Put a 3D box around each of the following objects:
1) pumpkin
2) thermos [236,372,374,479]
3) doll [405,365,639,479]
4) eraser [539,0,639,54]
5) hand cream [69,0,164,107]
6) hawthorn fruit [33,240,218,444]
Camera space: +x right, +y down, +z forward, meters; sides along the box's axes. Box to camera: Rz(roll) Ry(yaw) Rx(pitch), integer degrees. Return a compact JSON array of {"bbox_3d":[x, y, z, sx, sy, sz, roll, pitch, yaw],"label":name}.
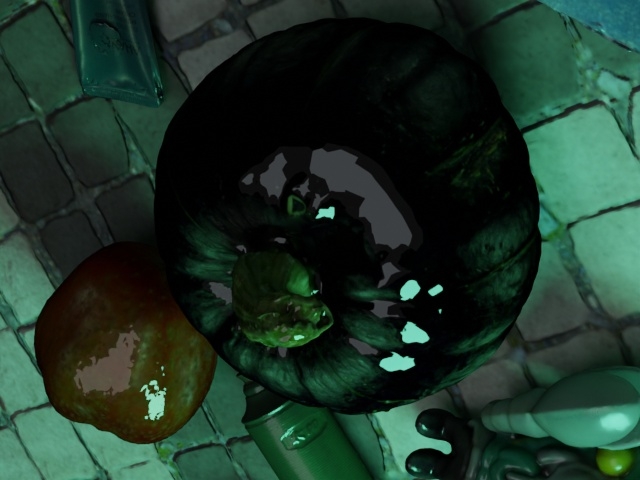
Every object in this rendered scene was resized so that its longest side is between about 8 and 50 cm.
[{"bbox_3d":[0.000,0.000,1.192,0.296,0.296,0.295,15,122,25],"label":"pumpkin"},{"bbox_3d":[-0.006,0.182,1.435,0.073,0.083,0.187,-30,97,18],"label":"thermos"},{"bbox_3d":[0.178,0.204,1.268,0.258,0.153,0.194,-17,78,33],"label":"doll"},{"bbox_3d":[0.233,-0.181,1.067,0.312,0.042,0.144,30,137,16],"label":"eraser"},{"bbox_3d":[-0.173,-0.210,1.338,0.083,0.048,0.224,11,126,24],"label":"hand cream"},{"bbox_3d":[-0.151,0.064,1.414,0.163,0.163,0.203,30,111,15],"label":"hawthorn fruit"}]
